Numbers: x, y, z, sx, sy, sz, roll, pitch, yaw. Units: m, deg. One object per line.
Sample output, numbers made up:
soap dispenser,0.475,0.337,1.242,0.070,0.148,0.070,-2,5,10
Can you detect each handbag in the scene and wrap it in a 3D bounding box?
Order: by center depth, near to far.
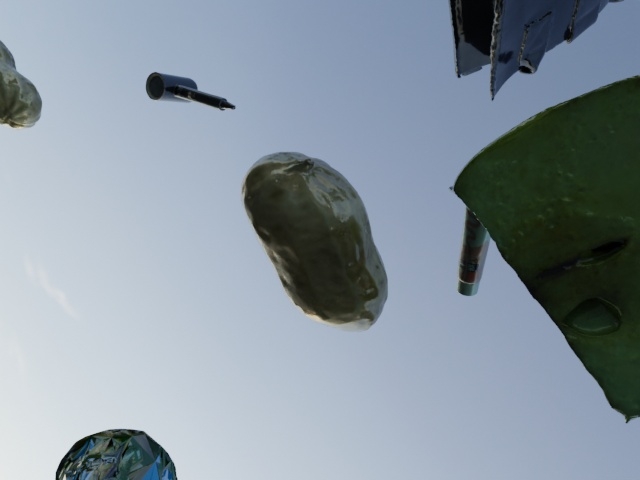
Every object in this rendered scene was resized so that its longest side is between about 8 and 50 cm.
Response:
handbag,0.280,-0.336,0.656,0.118,0.326,0.269,45,-12,30

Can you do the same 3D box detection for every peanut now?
peanut,0.000,0.000,0.638,0.129,0.129,0.224,-20,-75,43
peanut,-0.455,-0.230,0.778,0.187,0.082,0.082,54,-49,9

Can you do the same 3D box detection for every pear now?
pear,0.310,-0.021,0.493,0.282,0.176,0.286,-42,-110,26

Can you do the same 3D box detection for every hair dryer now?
hair dryer,-0.304,-0.360,1.430,0.255,0.128,0.070,23,-71,24

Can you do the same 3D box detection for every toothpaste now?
toothpaste,0.223,-0.012,0.809,0.056,0.036,0.205,21,-52,30

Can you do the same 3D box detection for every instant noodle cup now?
instant noodle cup,-0.381,0.490,1.030,0.178,0.240,0.240,-127,-147,-71
